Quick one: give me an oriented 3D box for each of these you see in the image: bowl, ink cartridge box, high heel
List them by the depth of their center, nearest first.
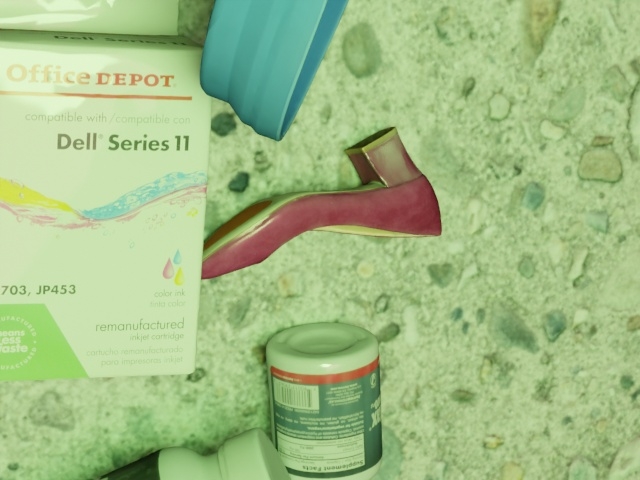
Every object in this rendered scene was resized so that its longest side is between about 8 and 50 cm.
[{"bbox_3d":[0.011,-0.267,1.009,0.077,0.391,0.391,23,96,-1],"label":"bowl"},{"bbox_3d":[-0.205,-0.068,1.116,0.207,0.119,0.353,-1,105,-20],"label":"ink cartridge box"},{"bbox_3d":[0.000,0.000,1.233,0.244,0.082,0.117,-33,104,-23],"label":"high heel"}]

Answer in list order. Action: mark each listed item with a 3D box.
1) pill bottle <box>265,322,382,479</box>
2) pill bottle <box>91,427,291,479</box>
[{"bbox_3d":[0.005,0.178,1.267,0.108,0.108,0.180,-8,108,-18],"label":"pill bottle"},{"bbox_3d":[-0.155,0.279,1.178,0.278,0.162,0.162,-24,112,2],"label":"pill bottle"}]
